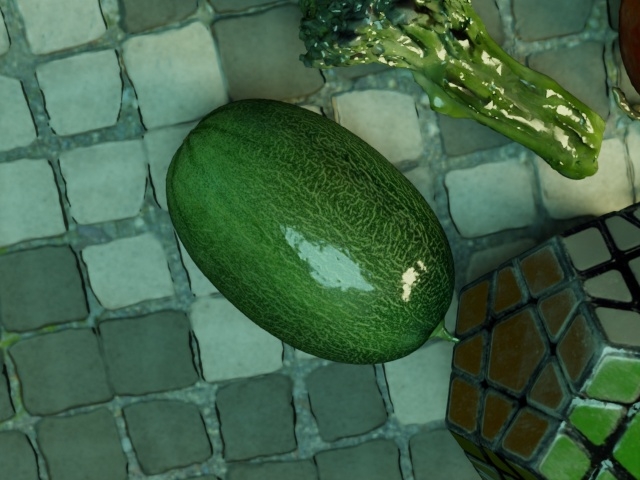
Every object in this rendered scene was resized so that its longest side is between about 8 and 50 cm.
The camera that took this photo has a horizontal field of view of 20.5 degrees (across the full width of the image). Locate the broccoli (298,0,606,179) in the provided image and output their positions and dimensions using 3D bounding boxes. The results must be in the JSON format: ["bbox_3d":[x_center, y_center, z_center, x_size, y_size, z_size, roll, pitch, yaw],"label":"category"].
[{"bbox_3d":[0.127,-0.149,1.488,0.304,0.145,0.165,34,113,-25],"label":"broccoli"}]

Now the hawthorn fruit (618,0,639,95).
[{"bbox_3d":[0.308,-0.191,1.442,0.163,0.162,0.203,-32,133,9],"label":"hawthorn fruit"}]

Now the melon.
[{"bbox_3d":[0.000,0.000,1.492,0.288,0.182,0.182,41,104,4],"label":"melon"}]

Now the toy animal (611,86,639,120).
[{"bbox_3d":[0.320,-0.054,1.551,0.220,0.069,0.086,44,80,-19],"label":"toy animal"}]

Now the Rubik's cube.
[{"bbox_3d":[0.261,0.120,1.501,0.319,0.319,0.264,-26,81,7],"label":"Rubik's cube"}]
